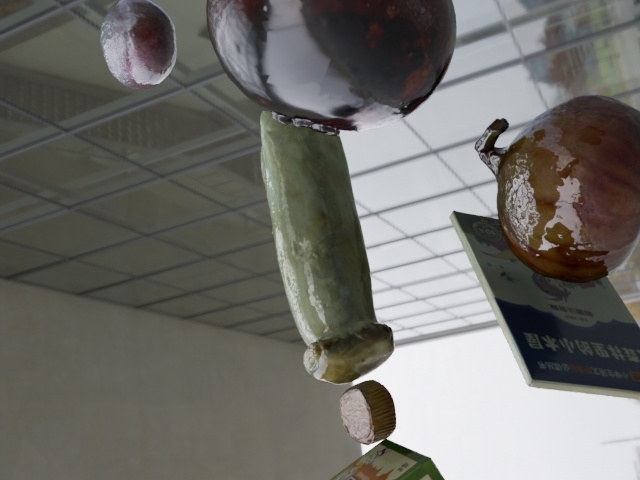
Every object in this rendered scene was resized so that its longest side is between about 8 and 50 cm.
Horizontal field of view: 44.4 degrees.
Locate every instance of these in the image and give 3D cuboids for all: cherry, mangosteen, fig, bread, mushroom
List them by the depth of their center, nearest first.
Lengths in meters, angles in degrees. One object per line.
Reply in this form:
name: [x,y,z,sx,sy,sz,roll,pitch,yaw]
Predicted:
mangosteen: [0.017,-0.171,0.540,0.200,0.200,0.200,47,-145,-49]
mushroom: [0.000,0.000,0.841,0.100,0.081,0.312,-4,-114,-22]
fig: [0.315,-0.067,0.968,0.235,0.214,0.235,-9,-77,-46]
bread: [0.066,0.223,1.019,0.053,0.085,0.085,-9,-97,-32]
cherry: [-0.338,-0.376,1.473,0.140,0.176,0.176,-9,-97,-29]

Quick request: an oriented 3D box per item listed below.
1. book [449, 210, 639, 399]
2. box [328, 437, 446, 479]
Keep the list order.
book: [0.313,0.077,1.030,0.322,0.228,0.018,-105,30,-50]
box: [0.081,0.324,0.803,0.177,0.148,0.195,55,169,2]
